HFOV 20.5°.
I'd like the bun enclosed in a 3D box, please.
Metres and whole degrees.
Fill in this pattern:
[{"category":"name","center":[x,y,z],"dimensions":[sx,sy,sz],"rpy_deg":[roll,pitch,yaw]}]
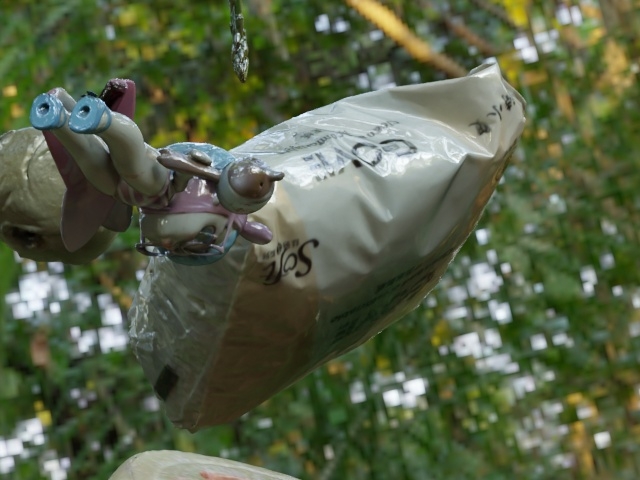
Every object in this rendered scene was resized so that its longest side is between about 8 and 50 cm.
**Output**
[{"category":"bun","center":[-0.308,-0.040,1.997],"dimensions":[0.173,0.113,0.166],"rpy_deg":[16,-42,2]}]

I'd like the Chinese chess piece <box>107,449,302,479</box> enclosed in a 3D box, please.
[{"category":"Chinese chess piece","center":[-0.031,0.235,1.190],"dimensions":[0.270,0.112,0.270],"rpy_deg":[19,4,-1]}]

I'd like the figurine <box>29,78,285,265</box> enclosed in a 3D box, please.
[{"category":"figurine","center":[-0.116,-0.060,1.377],"dimensions":[0.205,0.103,0.260],"rpy_deg":[-9,-24,22]}]

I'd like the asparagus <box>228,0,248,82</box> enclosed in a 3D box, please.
[{"category":"asparagus","center":[-0.062,-0.182,1.195],"dimensions":[0.016,0.162,0.016],"rpy_deg":[-4,-11,-25]}]

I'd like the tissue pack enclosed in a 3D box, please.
[{"category":"tissue pack","center":[0.000,0.000,1.785],"dimensions":[0.375,0.195,0.390],"rpy_deg":[-23,-25,-29]}]
